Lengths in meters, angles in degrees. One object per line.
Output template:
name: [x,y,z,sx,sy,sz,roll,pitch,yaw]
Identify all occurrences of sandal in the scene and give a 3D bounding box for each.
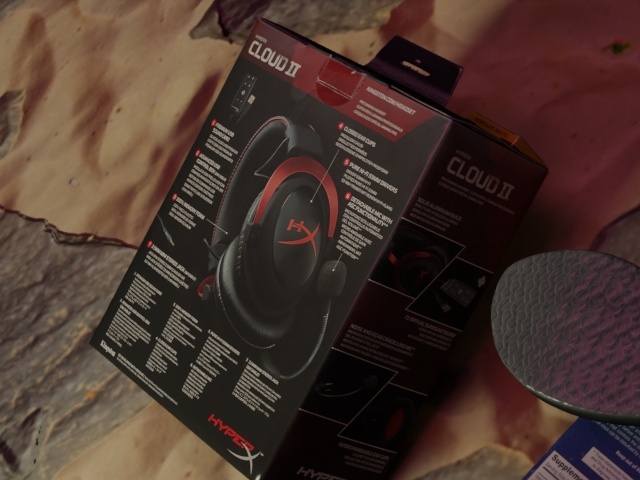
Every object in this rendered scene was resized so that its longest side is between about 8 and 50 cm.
sandal: [0.212,0.074,1.060,0.254,0.054,0.097,16,76,32]

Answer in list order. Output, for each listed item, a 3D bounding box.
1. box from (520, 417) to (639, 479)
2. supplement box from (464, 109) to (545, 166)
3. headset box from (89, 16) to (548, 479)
box: [0.188,0.154,1.072,0.225,0.036,0.136,-48,44,-1]
supplement box: [0.106,-0.040,1.268,0.083,0.043,0.055,-52,45,-4]
headset box: [0.000,0.000,1.229,0.218,0.110,0.293,32,97,46]
